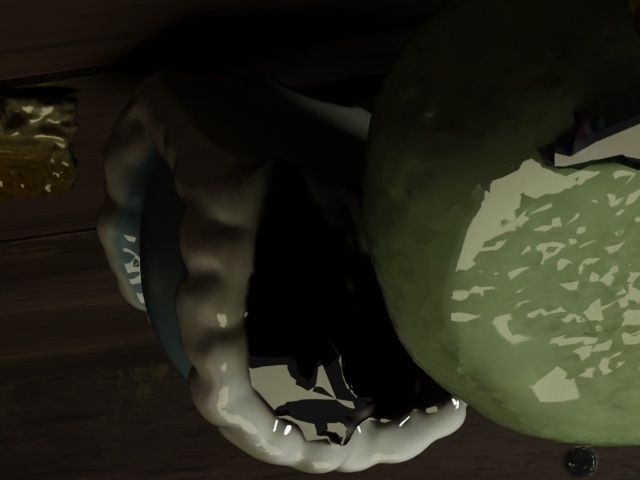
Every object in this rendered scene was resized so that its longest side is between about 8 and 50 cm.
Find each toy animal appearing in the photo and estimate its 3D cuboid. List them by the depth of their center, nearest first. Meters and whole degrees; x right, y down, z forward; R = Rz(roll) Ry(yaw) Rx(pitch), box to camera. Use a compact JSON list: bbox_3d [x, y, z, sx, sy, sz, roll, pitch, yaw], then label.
[{"bbox_3d":[-0.013,0.013,0.858,0.208,0.156,0.204,12,-161,-34],"label":"toy animal"}]

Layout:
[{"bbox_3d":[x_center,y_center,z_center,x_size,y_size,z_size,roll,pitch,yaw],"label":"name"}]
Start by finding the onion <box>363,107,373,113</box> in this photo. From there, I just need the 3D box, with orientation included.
[{"bbox_3d":[0.000,0.000,1.089,0.280,0.146,0.314,-1,174,-20],"label":"onion"}]

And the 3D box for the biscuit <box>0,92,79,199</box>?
[{"bbox_3d":[-0.193,-0.049,0.958,0.176,0.031,0.229,-10,171,29],"label":"biscuit"}]

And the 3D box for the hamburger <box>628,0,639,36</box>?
[{"bbox_3d":[0.184,-0.094,0.458,0.211,0.132,0.309,-3,150,13],"label":"hamburger"}]

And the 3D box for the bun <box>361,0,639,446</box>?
[{"bbox_3d":[0.155,-0.048,0.729,0.293,0.187,0.293,-3,139,-2],"label":"bun"}]
